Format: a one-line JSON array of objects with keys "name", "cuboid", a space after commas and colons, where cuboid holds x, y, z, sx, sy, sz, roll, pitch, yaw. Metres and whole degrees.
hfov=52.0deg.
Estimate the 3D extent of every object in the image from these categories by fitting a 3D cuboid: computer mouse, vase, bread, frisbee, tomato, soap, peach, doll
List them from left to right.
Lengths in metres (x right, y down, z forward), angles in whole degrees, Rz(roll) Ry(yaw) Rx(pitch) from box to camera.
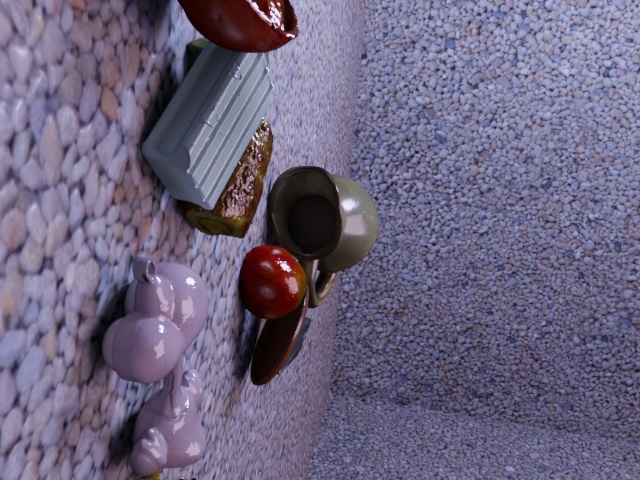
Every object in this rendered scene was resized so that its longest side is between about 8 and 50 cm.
[{"name": "doll", "cuboid": [-0.190, 0.169, 0.796, 0.160, 0.094, 0.365, -59, 156, -52]}, {"name": "tomato", "cuboid": [-0.119, -0.308, 0.728, 0.228, 0.101, 0.228, 50, 29, -40]}, {"name": "soap", "cuboid": [-0.132, -0.152, 0.818, 0.119, 0.067, 0.198, 70, 42, -61]}, {"name": "bread", "cuboid": [-0.130, -0.097, 0.940, 0.132, 0.103, 0.172, 68, 33, -73]}, {"name": "peach", "cuboid": [-0.094, 0.082, 1.329, 0.118, 0.151, 0.151, 117, -17, -73]}, {"name": "frisbee", "cuboid": [-0.088, 0.199, 1.426, 0.250, 0.021, 0.251, -57, -163, 27]}, {"name": "computer mouse", "cuboid": [-0.093, 0.266, 1.736, 0.231, 0.071, 0.126, -42, 154, -63]}, {"name": "vase", "cuboid": [0.000, 0.000, 1.561, 0.302, 0.241, 0.329, 1, 97, -73]}]

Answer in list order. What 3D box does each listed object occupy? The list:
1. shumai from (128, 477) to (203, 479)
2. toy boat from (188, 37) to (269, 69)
[{"name": "shumai", "cuboid": [-0.219, 0.379, 0.696, 0.185, 0.184, 0.218, -44, -146, 39]}, {"name": "toy boat", "cuboid": [-0.125, -0.269, 0.991, 0.293, 0.055, 0.093, -61, 160, -70]}]
